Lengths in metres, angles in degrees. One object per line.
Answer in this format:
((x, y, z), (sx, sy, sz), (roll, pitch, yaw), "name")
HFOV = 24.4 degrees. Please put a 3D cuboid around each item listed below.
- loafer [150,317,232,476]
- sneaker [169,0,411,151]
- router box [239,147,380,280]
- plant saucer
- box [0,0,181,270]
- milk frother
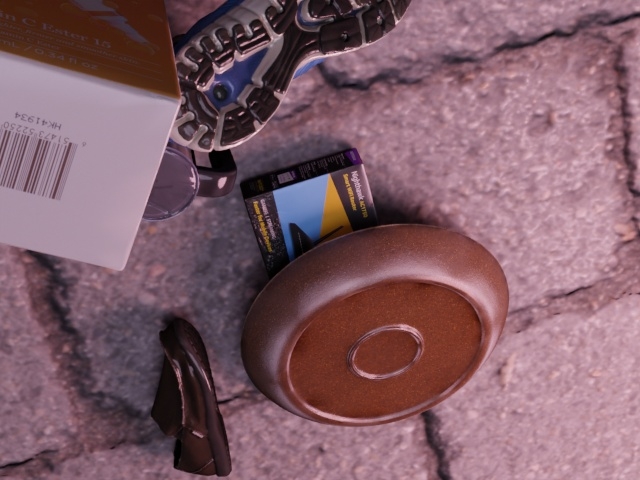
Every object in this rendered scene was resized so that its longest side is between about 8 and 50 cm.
((-0.155, 0.188, 1.675), (0.078, 0.080, 0.220), (-13, 121, -3), "loafer")
((-0.049, -0.205, 1.414), (0.330, 0.147, 0.129), (-39, 111, -24), "sneaker")
((0.000, 0.000, 1.614), (0.133, 0.046, 0.179), (-18, 122, -1), "router box")
((0.068, 0.111, 1.650), (0.311, 0.050, 0.310), (-9, 135, -10), "plant saucer")
((-0.257, -0.149, 1.308), (0.215, 0.345, 0.168), (14, 116, -18), "box")
((-0.149, -0.115, 1.470), (0.129, 0.134, 0.143), (-8, 121, -6), "milk frother")
